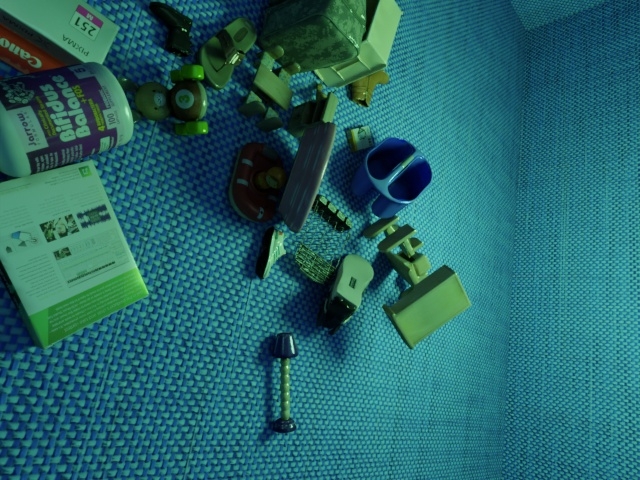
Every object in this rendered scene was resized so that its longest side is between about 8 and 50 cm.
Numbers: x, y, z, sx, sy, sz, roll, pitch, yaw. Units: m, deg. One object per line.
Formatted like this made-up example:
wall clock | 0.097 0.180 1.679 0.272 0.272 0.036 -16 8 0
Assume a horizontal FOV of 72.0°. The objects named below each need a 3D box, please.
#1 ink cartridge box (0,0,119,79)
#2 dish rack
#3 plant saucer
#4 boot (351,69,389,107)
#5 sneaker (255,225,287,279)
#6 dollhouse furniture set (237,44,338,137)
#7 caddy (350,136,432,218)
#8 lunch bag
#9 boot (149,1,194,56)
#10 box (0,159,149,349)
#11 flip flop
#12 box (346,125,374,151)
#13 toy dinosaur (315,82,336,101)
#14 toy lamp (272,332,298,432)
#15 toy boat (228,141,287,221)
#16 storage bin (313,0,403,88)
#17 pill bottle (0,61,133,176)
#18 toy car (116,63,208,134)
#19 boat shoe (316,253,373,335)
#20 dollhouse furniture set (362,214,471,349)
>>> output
ink cartridge box | -0.579 -0.416 0.871 0.275 0.060 0.239 31 64 -41
dish rack | 0.000 0.000 1.446 0.208 0.074 0.272 38 62 -37
plant saucer | -0.048 -0.189 1.274 0.084 0.332 0.333 19 68 -7
boot | 0.188 -0.587 1.700 0.197 0.072 0.153 4 82 -35
sneaker | -0.137 0.043 1.302 0.075 0.057 0.162 26 65 -37
dollhouse furniture set | -0.089 -0.432 1.320 0.242 0.160 0.212 33 64 -40
caddy | 0.272 -0.242 1.617 0.241 0.179 0.341 45 50 2
lunch bag | -0.018 -0.681 1.324 0.212 0.304 0.256 28 70 -45
boot | -0.376 -0.528 1.111 0.121 0.045 0.099 10 82 -47
box | -0.521 0.020 0.897 0.232 0.058 0.322 -30 107 -44
flip flop | -0.246 -0.531 1.220 0.112 0.080 0.277 49 54 -32
box | 0.155 -0.388 1.676 0.136 0.028 0.081 -27 106 -47
toy dinosaur | 0.007 -0.464 1.460 0.064 0.212 0.112 -15 125 -6
toy lamp | -0.104 0.411 1.293 0.080 0.080 0.275 3 87 -47
toy boat | -0.155 -0.166 1.233 0.151 0.151 0.231 25 69 -43
storage bin | 0.121 -0.682 1.495 0.123 0.260 0.263 35 62 -38
pill bottle | -0.528 -0.218 0.819 0.301 0.169 0.170 -34 111 -37
toy car | -0.375 -0.327 1.033 0.188 0.148 0.155 -10 104 -36
boat shoe | 0.075 0.176 1.491 0.127 0.158 0.340 36 27 2
dollhouse furniture set | 0.306 0.161 1.597 0.256 0.394 0.362 -34 118 -3
